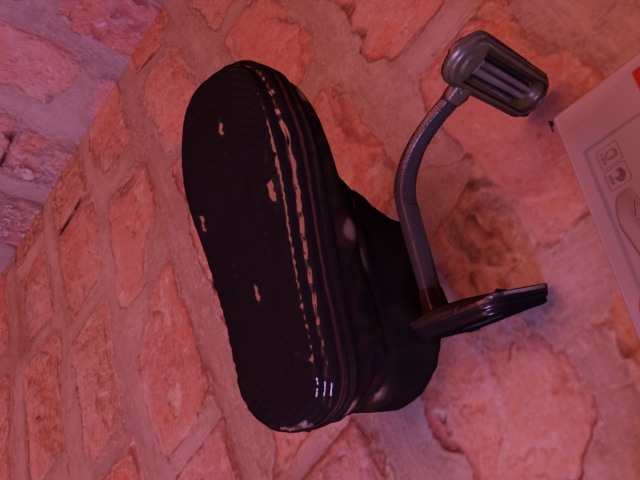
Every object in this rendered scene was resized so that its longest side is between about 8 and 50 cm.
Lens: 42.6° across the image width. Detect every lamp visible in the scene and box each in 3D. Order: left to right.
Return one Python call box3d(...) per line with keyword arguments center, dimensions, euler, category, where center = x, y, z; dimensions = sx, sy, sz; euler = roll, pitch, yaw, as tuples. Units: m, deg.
box3d(center=(0.168, -0.045, 0.834), dimensions=(0.124, 0.203, 0.284), euler=(-7, 86, 45), category="lamp")

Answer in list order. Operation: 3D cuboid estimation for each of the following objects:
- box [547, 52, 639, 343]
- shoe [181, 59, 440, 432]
box3d(center=(0.298, -0.036, 0.685), dimensions=(0.135, 0.079, 0.270), euler=(-38, 43, 35), category="box")
box3d(center=(0.000, 0.000, 0.877), dimensions=(0.171, 0.237, 0.384), euler=(-26, 74, 37), category="shoe")
